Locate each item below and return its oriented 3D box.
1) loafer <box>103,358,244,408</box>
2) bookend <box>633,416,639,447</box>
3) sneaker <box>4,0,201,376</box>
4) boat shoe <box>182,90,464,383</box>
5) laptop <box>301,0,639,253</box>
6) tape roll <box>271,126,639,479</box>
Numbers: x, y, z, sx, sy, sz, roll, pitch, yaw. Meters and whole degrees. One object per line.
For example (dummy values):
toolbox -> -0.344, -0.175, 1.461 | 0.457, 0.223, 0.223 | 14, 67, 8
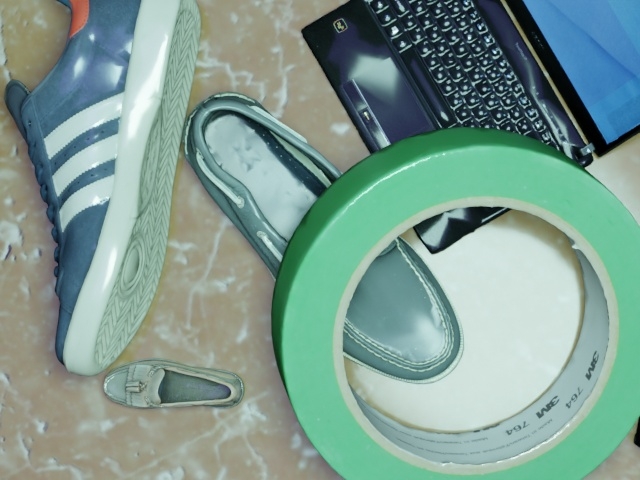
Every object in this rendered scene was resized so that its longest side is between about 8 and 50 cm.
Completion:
loafer -> -0.130, 0.127, 1.658 | 0.125, 0.039, 0.045 | 2, 88, 4
bookend -> 0.360, 0.115, 1.608 | 0.156, 0.072, 0.157 | 12, 89, 4
sneaker -> -0.208, -0.062, 1.639 | 0.148, 0.131, 0.350 | 10, 82, 11
boat shoe -> 0.000, 0.000, 1.624 | 0.116, 0.099, 0.319 | -42, 87, -2
laptop -> 0.148, -0.155, 1.604 | 0.264, 0.136, 0.234 | -30, 85, 2
tape roll -> 0.122, 0.070, 1.568 | 0.321, 0.077, 0.321 | -2, 105, -8
